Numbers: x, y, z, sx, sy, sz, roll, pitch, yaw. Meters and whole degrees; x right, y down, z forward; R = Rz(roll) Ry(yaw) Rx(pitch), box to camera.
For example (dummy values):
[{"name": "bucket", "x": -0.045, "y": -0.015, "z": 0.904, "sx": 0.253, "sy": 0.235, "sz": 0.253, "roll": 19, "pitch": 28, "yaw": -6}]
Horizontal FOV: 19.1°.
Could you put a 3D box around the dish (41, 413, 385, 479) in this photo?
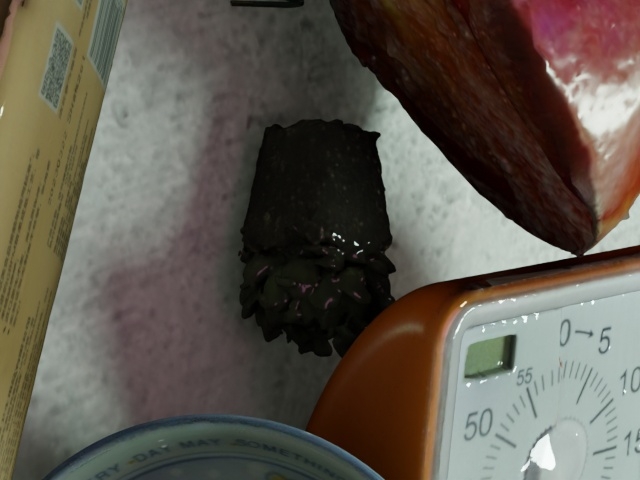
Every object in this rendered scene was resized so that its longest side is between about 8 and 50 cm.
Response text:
[{"name": "dish", "x": -0.048, "y": 0.229, "z": 1.050, "sx": 0.134, "sy": 0.273, "sz": 0.273, "roll": 14, "pitch": 78, "yaw": -83}]

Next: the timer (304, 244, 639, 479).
[{"name": "timer", "x": 0.118, "y": 0.119, "z": 1.157, "sx": 0.257, "sy": 0.161, "sz": 0.250, "roll": -9, "pitch": 125, "yaw": -43}]

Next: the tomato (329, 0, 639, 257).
[{"name": "tomato", "x": 0.124, "y": -0.156, "z": 1.102, "sx": 0.170, "sy": 0.309, "sz": 0.309, "roll": -38, "pitch": 118, "yaw": -9}]

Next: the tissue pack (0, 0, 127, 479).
[{"name": "tissue pack", "x": -0.230, "y": -0.035, "z": 0.872, "sx": 0.239, "sy": 0.239, "sz": 0.305, "roll": 21, "pitch": 77, "yaw": -41}]

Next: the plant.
[{"name": "plant", "x": 0.000, "y": 0.000, "z": 1.148, "sx": 0.092, "sy": 0.094, "sz": 0.143, "roll": 15, "pitch": 75, "yaw": -53}]

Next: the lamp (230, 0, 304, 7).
[{"name": "lamp", "x": -0.037, "y": -0.201, "z": 1.151, "sx": 0.054, "sy": 0.041, "sz": 0.121, "roll": -10, "pitch": 93, "yaw": -52}]
